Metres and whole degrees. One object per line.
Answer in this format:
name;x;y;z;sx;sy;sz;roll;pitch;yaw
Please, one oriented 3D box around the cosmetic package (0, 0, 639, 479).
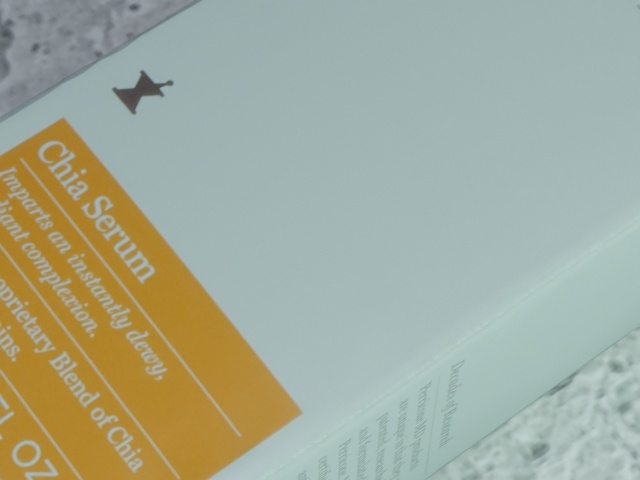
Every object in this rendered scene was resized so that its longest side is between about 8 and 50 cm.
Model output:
cosmetic package;0.000;0.000;0.986;0.453;0.161;0.230;-34;67;-18
